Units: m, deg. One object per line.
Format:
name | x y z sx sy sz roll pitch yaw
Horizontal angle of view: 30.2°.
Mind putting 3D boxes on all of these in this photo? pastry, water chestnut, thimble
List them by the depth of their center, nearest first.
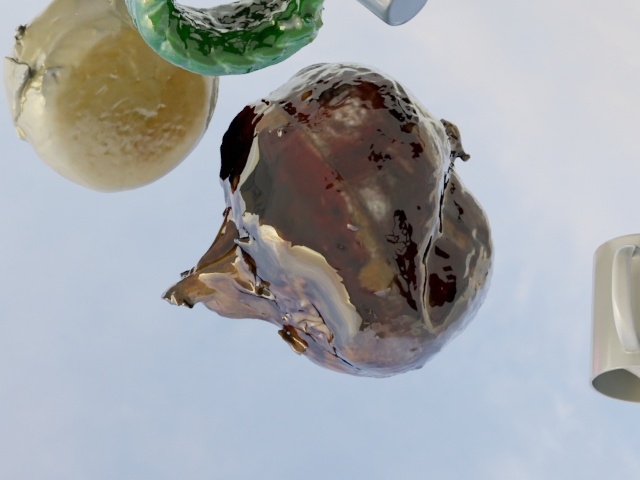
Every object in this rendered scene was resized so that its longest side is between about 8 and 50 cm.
thimble | -0.061 -0.172 0.774 0.130 0.118 0.090 8 -155 -27
water chestnut | 0.000 0.000 1.245 0.347 0.335 0.335 -25 -127 -14
pastry | -0.244 -0.184 1.404 0.265 0.265 0.133 -9 -142 -29

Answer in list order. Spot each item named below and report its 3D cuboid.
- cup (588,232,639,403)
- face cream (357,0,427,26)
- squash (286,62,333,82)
cup | 0.291 0.064 1.042 0.099 0.136 0.133 8 -116 3
face cream | -0.039 -0.359 1.239 0.385 0.086 0.135 43 -166 22
squash | 0.018 -0.153 1.726 0.172 0.218 0.218 2 -144 19
